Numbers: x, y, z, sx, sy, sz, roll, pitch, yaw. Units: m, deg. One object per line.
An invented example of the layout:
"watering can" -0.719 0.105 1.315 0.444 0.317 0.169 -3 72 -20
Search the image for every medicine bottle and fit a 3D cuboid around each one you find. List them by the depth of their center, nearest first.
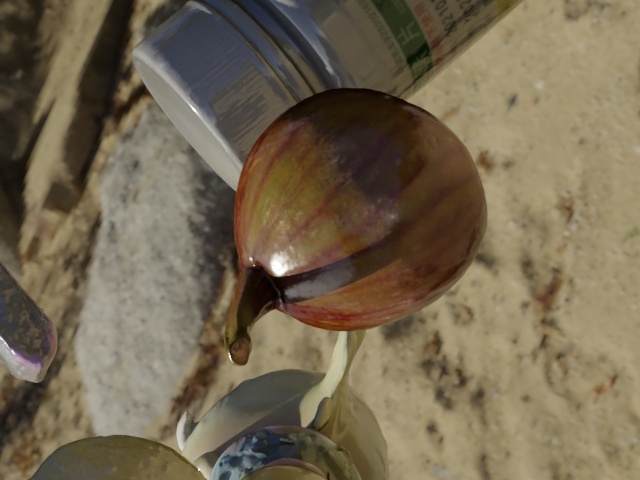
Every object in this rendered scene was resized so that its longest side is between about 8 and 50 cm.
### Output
"medicine bottle" 0.014 -0.206 1.196 0.340 0.208 0.208 -41 13 -8

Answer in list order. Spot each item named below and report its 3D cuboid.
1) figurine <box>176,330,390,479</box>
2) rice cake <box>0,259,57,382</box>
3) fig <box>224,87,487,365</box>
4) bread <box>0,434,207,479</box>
"figurine" -0.022 0.196 1.105 0.394 0.227 0.274 -67 -4 -85
"rice cake" -0.386 -0.028 1.298 0.064 0.399 0.070 -38 -1 -25
"fig" 0.001 -0.003 0.889 0.207 0.175 0.175 -38 12 -9
"bread" -0.077 0.179 0.532 0.181 0.251 0.039 -58 10 -11
